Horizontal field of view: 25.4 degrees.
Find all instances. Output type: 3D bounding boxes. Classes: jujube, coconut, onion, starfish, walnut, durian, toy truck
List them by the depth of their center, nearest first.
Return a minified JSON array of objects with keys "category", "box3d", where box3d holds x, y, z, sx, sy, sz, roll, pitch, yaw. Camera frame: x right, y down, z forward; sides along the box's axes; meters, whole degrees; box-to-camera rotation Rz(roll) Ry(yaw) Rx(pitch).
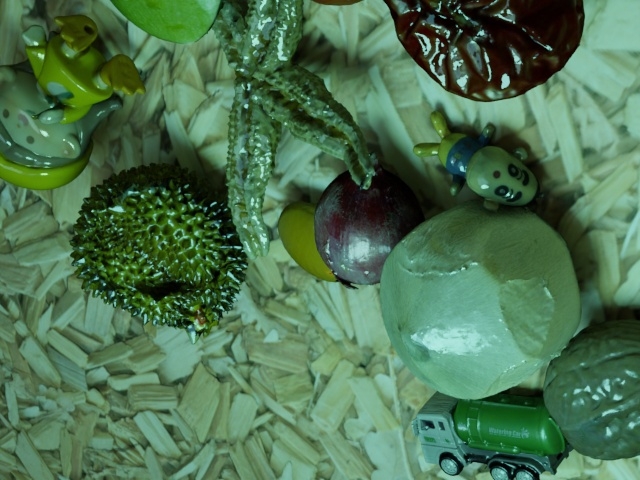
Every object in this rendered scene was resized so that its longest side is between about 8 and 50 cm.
[{"category":"jujube","box3d":[0.178,-0.281,1.559,0.213,0.213,0.232,-8,124,46]},{"category":"coconut","box3d":[0.199,0.079,1.816,0.245,0.247,0.245,23,129,31]},{"category":"walnut","box3d":[0.391,0.189,1.830,0.230,0.178,0.178,-27,105,45]},{"category":"starfish","box3d":[-0.040,-0.184,1.877,0.324,0.082,0.432,0,101,48]},{"category":"onion","box3d":[0.065,-0.038,1.914,0.159,0.159,0.195,18,132,30]},{"category":"toy truck","box3d":[0.257,0.280,2.086,0.242,0.101,0.125,1,121,39]},{"category":"durian","box3d":[-0.237,0.011,2.174,0.293,0.258,0.258,31,144,-13]}]

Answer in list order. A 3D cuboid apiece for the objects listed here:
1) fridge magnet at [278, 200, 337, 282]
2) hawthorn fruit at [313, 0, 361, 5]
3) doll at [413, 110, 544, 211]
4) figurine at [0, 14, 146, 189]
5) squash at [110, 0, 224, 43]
[{"category":"fridge magnet","box3d":[0.000,0.000,2.085,0.143,0.063,0.143,26,140,24]},{"category":"hawthorn fruit","box3d":[0.018,-0.356,1.649,0.173,0.173,0.173,24,138,24]},{"category":"doll","box3d":[0.202,-0.095,1.801,0.179,0.102,0.089,28,-177,14]},{"category":"figurine","box3d":[-0.409,-0.207,2.176,0.343,0.187,0.215,-31,93,46]},{"category":"squash","box3d":[-0.208,-0.406,1.856,0.233,0.210,0.309,28,164,33]}]
